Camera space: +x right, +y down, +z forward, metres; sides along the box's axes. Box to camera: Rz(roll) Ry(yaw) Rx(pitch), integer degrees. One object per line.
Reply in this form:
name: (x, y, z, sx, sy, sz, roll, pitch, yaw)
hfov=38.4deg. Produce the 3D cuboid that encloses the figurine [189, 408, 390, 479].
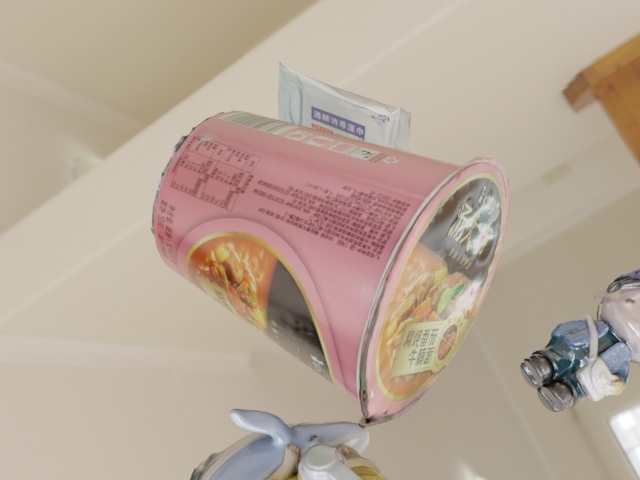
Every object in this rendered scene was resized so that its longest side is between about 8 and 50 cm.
figurine: (-0.029, 0.218, 0.716, 0.208, 0.184, 0.128, -46, -45, -32)

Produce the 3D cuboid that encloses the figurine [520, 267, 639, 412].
figurine: (0.211, 0.075, 0.660, 0.077, 0.136, 0.079, 55, 176, 20)

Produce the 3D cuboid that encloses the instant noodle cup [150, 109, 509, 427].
instant noodle cup: (0.000, 0.000, 0.801, 0.255, 0.244, 0.244, 23, -178, 28)

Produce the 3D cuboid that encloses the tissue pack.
tissue pack: (0.028, -0.148, 1.175, 0.026, 0.193, 0.122, -52, -26, -35)
